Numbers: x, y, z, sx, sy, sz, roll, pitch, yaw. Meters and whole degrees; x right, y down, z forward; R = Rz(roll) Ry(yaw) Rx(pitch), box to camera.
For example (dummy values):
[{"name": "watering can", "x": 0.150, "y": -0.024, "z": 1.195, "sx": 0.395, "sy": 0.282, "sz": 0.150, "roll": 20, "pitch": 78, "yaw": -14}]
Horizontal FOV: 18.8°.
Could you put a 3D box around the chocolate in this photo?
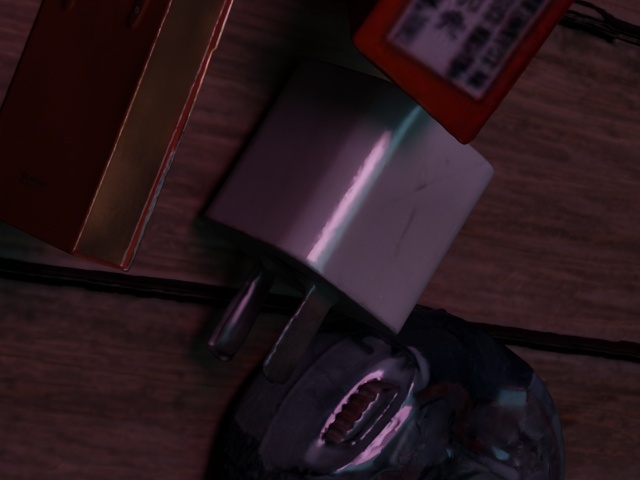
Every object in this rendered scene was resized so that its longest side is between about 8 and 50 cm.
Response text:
[{"name": "chocolate", "x": 0.111, "y": -0.215, "z": 1.205, "sx": 0.108, "sy": 0.235, "sz": 0.237, "roll": 30, "pitch": 113, "yaw": -17}]

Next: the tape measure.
[{"name": "tape measure", "x": 0.051, "y": 0.184, "z": 1.379, "sx": 0.256, "sy": 0.147, "sz": 0.275, "roll": 25, "pitch": 90, "yaw": -41}]

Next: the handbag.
[{"name": "handbag", "x": -0.132, "y": -0.090, "z": 1.158, "sx": 0.063, "sy": 0.127, "sz": 0.190, "roll": 21, "pitch": 91, "yaw": -42}]

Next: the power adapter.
[{"name": "power adapter", "x": 0.000, "y": 0.000, "z": 1.290, "sx": 0.125, "sy": 0.130, "sz": 0.205, "roll": 38, "pitch": 81, "yaw": -40}]
